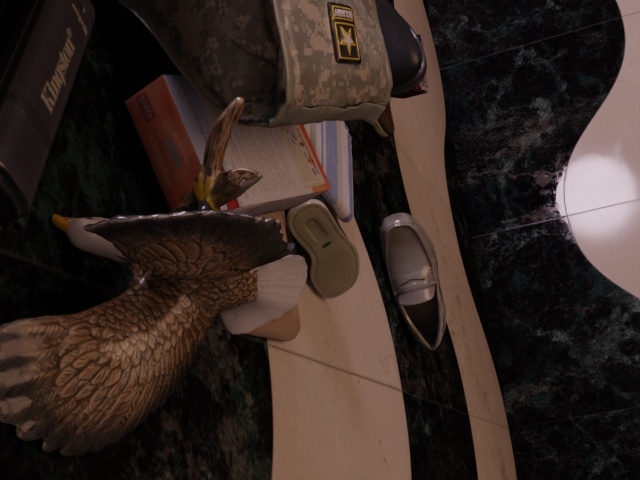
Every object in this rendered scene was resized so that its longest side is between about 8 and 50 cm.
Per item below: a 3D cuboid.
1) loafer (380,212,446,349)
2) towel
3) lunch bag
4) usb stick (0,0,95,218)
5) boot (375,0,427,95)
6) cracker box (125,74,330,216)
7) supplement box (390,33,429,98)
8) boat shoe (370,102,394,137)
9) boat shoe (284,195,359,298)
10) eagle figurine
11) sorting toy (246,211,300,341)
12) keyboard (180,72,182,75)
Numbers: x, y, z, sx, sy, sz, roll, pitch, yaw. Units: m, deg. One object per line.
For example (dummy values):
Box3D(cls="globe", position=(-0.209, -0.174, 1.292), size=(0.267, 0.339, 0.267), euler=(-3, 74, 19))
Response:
Box3D(cls="loafer", position=(0.200, 0.088, 1.879), size=(0.111, 0.112, 0.320), euler=(-93, 162, -57))
Box3D(cls="towel", position=(-0.008, -0.176, 1.556), size=(0.285, 0.034, 0.209), euler=(47, 36, -55))
Box3D(cls="lunch bag", position=(-0.056, -0.242, 0.989), size=(0.287, 0.169, 0.235), euler=(50, 28, 14))
Box3D(cls="usb stick", position=(-0.241, -0.134, 0.762), size=(0.278, 0.045, 0.077), euler=(-88, 156, -43))
Box3D(cls="boot", position=(0.012, -0.477, 1.550), size=(0.367, 0.146, 0.445), euler=(55, 4, 25))
Box3D(cls="cracker box", position=(-0.097, -0.105, 1.032), size=(0.232, 0.067, 0.156), euler=(-15, 81, -59))
Box3D(cls="supplement box", position=(0.127, -0.374, 1.897), size=(0.239, 0.073, 0.130), euler=(-5, 88, -48))
Box3D(cls="boat shoe", position=(0.132, -0.351, 2.023), size=(0.095, 0.095, 0.258), euler=(-78, 150, -54))
Box3D(cls="boat shoe", position=(0.000, 0.000, 1.372), size=(0.079, 0.084, 0.233), euler=(59, -5, 43))
Box3D(cls="eagle figurine", position=(-0.131, 0.031, 0.768), size=(0.298, 0.225, 0.227), euler=(-91, 172, -66))
Box3D(cls="sorting toy", position=(-0.082, 0.022, 1.174), size=(0.193, 0.038, 0.208), euler=(27, 56, -68))
Box3D(cls="keyboard", position=(-0.141, -0.142, 1.090), size=(0.108, 0.023, 0.180), euler=(12, 58, -46))
